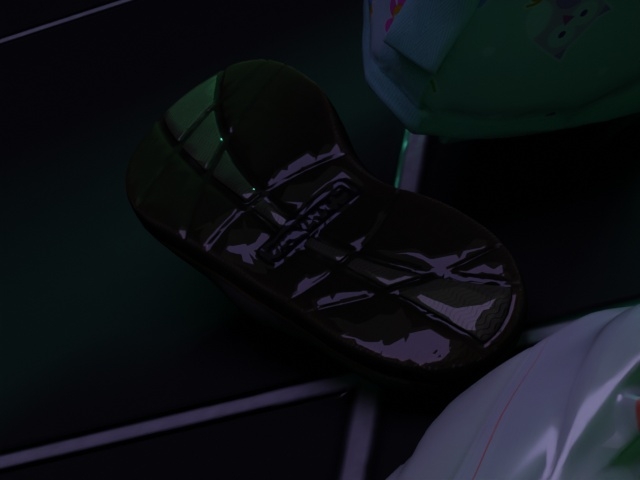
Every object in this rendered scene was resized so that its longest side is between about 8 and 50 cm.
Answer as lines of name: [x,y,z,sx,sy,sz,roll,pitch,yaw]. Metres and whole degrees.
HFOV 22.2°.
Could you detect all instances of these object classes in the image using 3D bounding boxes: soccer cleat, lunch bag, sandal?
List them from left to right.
sandal: [0.000,0.000,0.612,0.090,0.060,0.219,-39,44,-16]
soccer cleat: [0.037,0.082,0.423,0.196,0.068,0.076,-36,14,-25]
lunch bag: [0.120,-0.175,0.622,0.262,0.160,0.223,-52,-7,-47]
